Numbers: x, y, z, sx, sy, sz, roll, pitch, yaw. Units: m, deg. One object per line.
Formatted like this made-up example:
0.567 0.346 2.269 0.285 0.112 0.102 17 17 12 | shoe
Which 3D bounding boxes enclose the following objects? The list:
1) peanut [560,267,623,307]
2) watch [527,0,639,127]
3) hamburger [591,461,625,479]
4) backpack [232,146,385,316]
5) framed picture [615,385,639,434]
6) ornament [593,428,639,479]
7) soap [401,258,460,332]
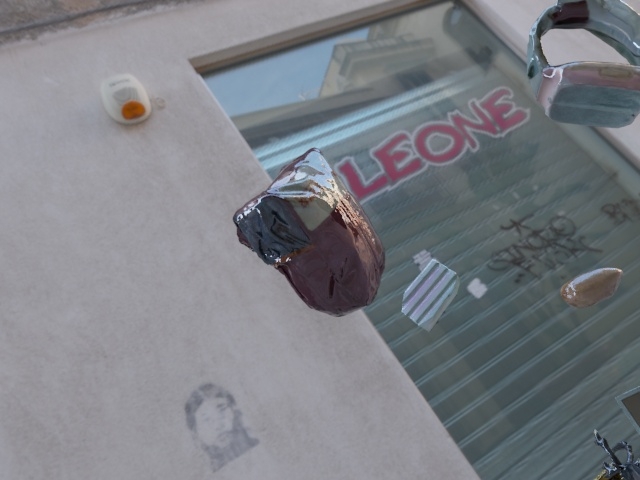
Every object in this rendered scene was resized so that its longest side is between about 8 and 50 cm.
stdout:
0.635 0.108 1.224 0.152 0.076 0.076 -22 -22 -1 | peanut
0.545 -0.372 1.059 0.162 0.253 0.241 62 -139 -69 | watch
0.947 0.809 1.697 0.185 0.113 0.177 8 -69 -31 | hamburger
0.000 0.000 1.056 0.197 0.317 0.283 -27 17 38 | backpack
0.834 0.433 1.269 0.142 0.183 0.011 -37 -30 21 | framed picture
0.690 0.457 1.151 0.080 0.202 0.236 5 -3 -1 | ornament
0.385 0.198 1.844 0.230 0.145 0.091 -48 -37 -7 | soap
